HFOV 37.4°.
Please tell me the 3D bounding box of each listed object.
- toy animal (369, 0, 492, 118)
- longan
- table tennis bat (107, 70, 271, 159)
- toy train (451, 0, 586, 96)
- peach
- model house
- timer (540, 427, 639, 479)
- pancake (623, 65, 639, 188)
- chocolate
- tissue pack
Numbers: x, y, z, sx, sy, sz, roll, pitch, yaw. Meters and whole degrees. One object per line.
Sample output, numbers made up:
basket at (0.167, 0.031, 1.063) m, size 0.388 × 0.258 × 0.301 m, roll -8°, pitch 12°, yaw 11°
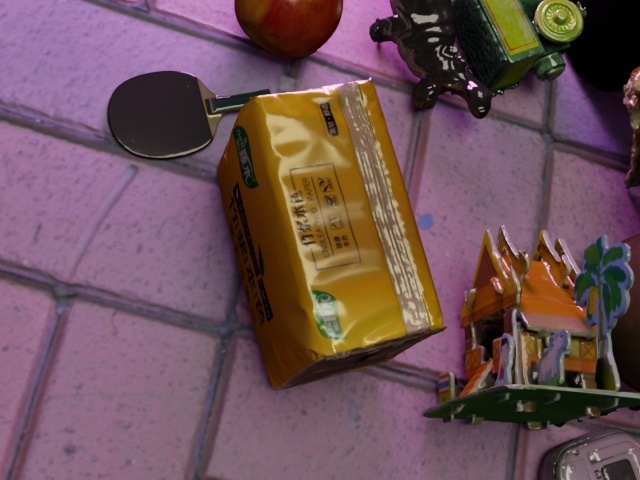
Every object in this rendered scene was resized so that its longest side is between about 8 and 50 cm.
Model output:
toy animal at (0.177, -0.359, 1.643) m, size 0.168 × 0.106 × 0.343 m, roll -17°, pitch 92°, yaw 12°
longan at (0.572, 0.124, 1.519) m, size 0.297 × 0.297 × 0.298 m, roll 5°, pitch 71°, yaw -14°
table tennis bat at (-0.211, -0.213, 1.551) m, size 0.274 × 0.021 × 0.154 m, roll -11°, pitch 76°, yaw -17°
toy train at (0.339, -0.404, 1.699) m, size 0.188 × 0.159 × 0.272 m, roll -20°, pitch 79°, yaw -14°
peach at (-0.044, -0.406, 1.573) m, size 0.197 × 0.197 × 0.198 m, roll 5°, pitch 71°, yaw -14°
model house at (0.313, 0.109, 1.408) m, size 0.242 × 0.358 × 0.313 m, roll 4°, pitch 73°, yaw -13°
timer at (0.456, 0.411, 1.508) m, size 0.190 × 0.069 × 0.209 m, roll -14°, pitch 75°, yaw -22°
pancake at (0.692, -0.256, 1.695) m, size 0.426 × 0.305 × 0.067 m, roll -20°, pitch 49°, yaw -21°
chocolate at (0.573, -0.419, 1.711) m, size 0.186 × 0.283 × 0.284 m, roll -20°, pitch 79°, yaw -21°
tissue pack at (0.000, 0.000, 1.390) m, size 0.228 × 0.293 × 0.382 m, roll -10°, pitch 76°, yaw -18°
